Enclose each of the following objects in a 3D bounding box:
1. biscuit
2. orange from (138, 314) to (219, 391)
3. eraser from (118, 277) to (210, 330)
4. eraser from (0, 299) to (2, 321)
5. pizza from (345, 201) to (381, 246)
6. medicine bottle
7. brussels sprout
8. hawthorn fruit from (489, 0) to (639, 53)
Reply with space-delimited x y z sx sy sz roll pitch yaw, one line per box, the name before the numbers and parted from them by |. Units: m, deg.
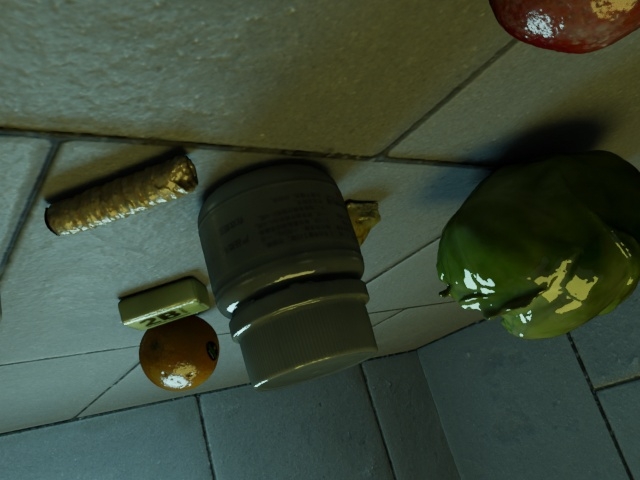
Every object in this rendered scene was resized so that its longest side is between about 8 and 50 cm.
biscuit | -0.272 -0.058 0.808 0.219 0.055 0.061 -19 150 4
orange | -0.345 0.272 1.457 0.205 0.206 0.206 -16 161 -6
eraser | -0.336 0.141 1.298 0.172 0.058 0.117 -18 161 0
eraser | -0.576 0.070 0.755 0.331 0.150 0.331 -17 162 -6
pizza | 0.009 -0.003 1.172 0.204 0.081 0.188 2 153 -42
medicine bottle | -0.049 0.061 0.947 0.244 0.307 0.245 -15 161 -5
brussels sprout | 0.460 0.000 1.161 0.425 0.343 0.361 -20 171 -29
hawthorn fruit | 0.237 -0.255 0.549 0.172 0.173 0.173 -16 161 -6
